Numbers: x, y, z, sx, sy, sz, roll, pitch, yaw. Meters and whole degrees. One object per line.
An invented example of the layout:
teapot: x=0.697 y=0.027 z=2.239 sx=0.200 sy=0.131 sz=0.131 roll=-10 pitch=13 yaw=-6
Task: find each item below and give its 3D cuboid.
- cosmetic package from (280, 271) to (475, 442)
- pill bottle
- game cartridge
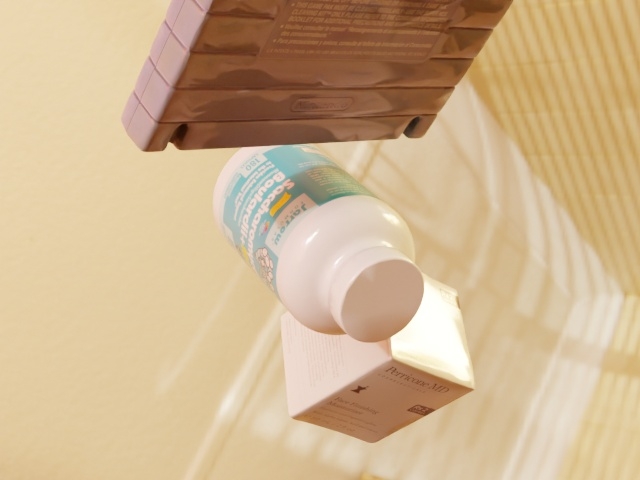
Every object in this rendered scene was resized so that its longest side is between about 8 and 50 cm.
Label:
cosmetic package: x=0.068 y=0.139 z=1.343 sx=0.151 sy=0.183 sz=0.151 roll=23 pitch=-134 yaw=-36
pill bottle: x=0.000 y=0.000 z=1.095 sx=0.146 sy=0.264 sz=0.146 roll=-13 pitch=-60 yaw=-23
game cartridge: x=0.015 y=-0.185 z=0.959 sx=0.355 sy=0.068 sz=0.230 roll=-7 pitch=-43 yaw=-42
